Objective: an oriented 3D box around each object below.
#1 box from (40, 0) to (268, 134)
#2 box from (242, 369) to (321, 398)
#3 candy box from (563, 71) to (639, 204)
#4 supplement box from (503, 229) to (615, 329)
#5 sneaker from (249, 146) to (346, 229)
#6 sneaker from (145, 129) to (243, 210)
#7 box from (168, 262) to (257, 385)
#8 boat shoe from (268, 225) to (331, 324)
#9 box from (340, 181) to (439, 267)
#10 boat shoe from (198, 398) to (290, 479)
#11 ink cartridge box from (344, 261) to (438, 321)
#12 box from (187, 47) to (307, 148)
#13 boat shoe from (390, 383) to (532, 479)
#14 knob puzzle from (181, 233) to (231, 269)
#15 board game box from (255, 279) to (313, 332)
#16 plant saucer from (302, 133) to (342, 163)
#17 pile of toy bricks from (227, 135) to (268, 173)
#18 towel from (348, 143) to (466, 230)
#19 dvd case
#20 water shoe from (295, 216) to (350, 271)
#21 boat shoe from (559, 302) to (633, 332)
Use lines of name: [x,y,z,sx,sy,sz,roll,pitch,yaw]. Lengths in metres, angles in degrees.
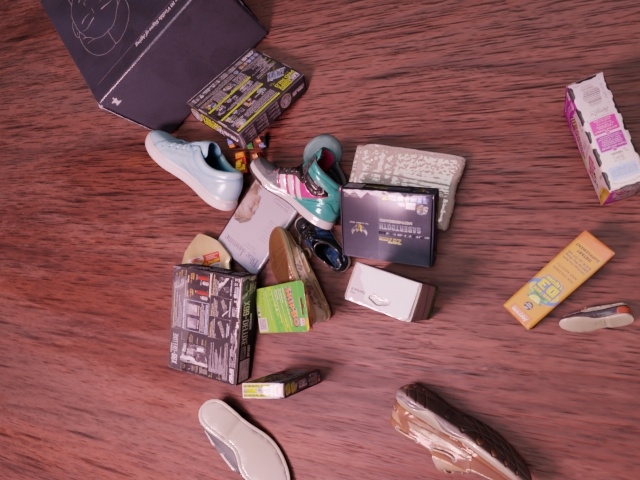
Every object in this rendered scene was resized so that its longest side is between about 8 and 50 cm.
box: [-0.508,-0.676,1.421,0.480,0.297,0.471,-40,69,15]
box: [-0.091,0.356,1.169,0.114,0.207,0.036,-8,81,22]
candy box: [0.576,-0.200,0.958,0.071,0.159,0.233,-21,76,22]
supplement box: [0.506,0.088,1.002,0.233,0.080,0.078,-49,66,14]
sneaker: [-0.046,-0.180,1.238,0.296,0.124,0.178,38,114,15]
sneaker: [-0.362,-0.250,1.387,0.366,0.135,0.150,37,117,12]
box: [-0.309,0.232,1.328,0.243,0.077,0.307,6,96,25]
boat shoe: [-0.061,0.093,1.259,0.105,0.089,0.285,-39,66,51]
box: [0.165,-0.041,1.137,0.233,0.059,0.183,9,117,25]
boat shoe: [-0.209,0.569,1.278,0.319,0.116,0.099,39,144,16]
ink cartridge box: [0.170,0.120,1.075,0.155,0.212,0.093,17,91,25]
box: [-0.206,-0.409,1.325,0.216,0.060,0.270,34,71,23]
boat shoe: [0.300,0.454,1.041,0.325,0.123,0.116,30,104,30]
knob puzzle: [-0.340,0.074,1.406,0.213,0.030,0.212,-2,86,27]
board game box: [-0.096,0.175,1.212,0.259,0.039,0.124,-19,78,57]
plant saucer: [0.000,-0.239,1.296,0.120,0.021,0.119,-3,83,23]
pile of toy bricks: [-0.233,-0.309,1.362,0.118,0.105,0.212,-13,80,23]
towel: [0.204,-0.139,1.180,0.283,0.049,0.187,14,92,24]
dvd case: [-0.184,-0.044,1.357,0.180,0.022,0.253,37,100,23]
water shoe: [0.000,0.000,1.237,0.203,0.080,0.073,43,102,22]
boat shoe: [0.575,0.159,0.984,0.137,0.049,0.043,-14,37,25]
